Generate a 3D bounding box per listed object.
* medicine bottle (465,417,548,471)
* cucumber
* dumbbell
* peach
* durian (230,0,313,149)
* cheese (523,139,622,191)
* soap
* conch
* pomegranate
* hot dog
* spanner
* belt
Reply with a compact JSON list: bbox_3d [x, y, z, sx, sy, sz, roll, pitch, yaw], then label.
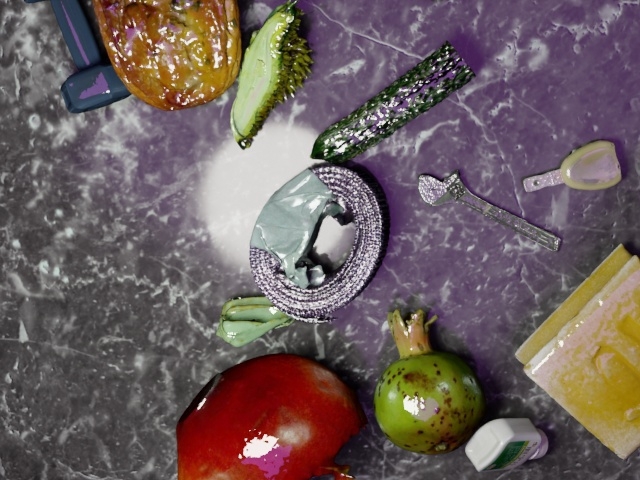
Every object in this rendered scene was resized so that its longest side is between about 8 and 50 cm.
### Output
[{"bbox_3d":[0.386,0.415,1.847,0.119,0.183,0.069,-56,49,24],"label":"medicine bottle"},{"bbox_3d":[0.134,-0.254,1.798,0.359,0.096,0.096,-36,95,9],"label":"cucumber"},{"bbox_3d":[-0.486,-0.418,1.801,0.156,0.143,0.316,-20,98,7],"label":"dumbbell"},{"bbox_3d":[-0.122,0.401,1.807,0.406,0.335,0.310,-42,95,16],"label":"peach"},{"bbox_3d":[-0.091,-0.345,1.787,0.132,0.106,0.375,31,123,9],"label":"durian"},{"bbox_3d":[0.503,-0.135,1.817,0.192,0.037,0.097,-16,96,8],"label":"cheese"},{"bbox_3d":[0.608,0.219,1.810,0.293,0.156,0.335,42,101,-7],"label":"soap"},{"bbox_3d":[-0.143,0.157,1.905,0.170,0.079,0.105,-20,103,-8],"label":"conch"},{"bbox_3d":[0.230,0.289,1.838,0.231,0.231,0.286,10,72,3],"label":"pomegranate"},{"bbox_3d":[-0.296,-0.449,1.752,0.267,0.174,0.387,-15,93,-4],"label":"hot dog"},{"bbox_3d":[0.345,-0.058,1.849,0.325,0.026,0.093,27,101,-1],"label":"spanner"},{"bbox_3d":[0.000,0.000,1.830,0.260,0.122,0.325,31,102,11],"label":"belt"}]
